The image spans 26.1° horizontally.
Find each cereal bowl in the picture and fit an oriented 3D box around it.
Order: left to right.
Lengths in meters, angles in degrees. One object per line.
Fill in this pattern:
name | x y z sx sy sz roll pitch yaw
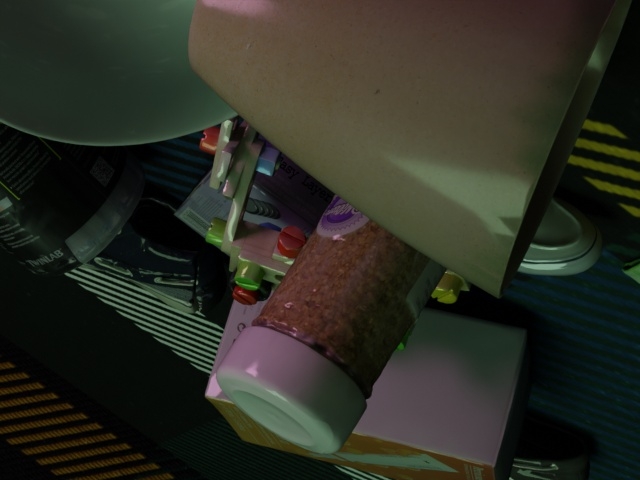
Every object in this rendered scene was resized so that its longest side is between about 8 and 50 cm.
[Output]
cereal bowl | -0.156 -0.237 1.119 0.339 0.141 0.339 -10 146 -7

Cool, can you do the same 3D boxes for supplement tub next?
supplement tub | -0.399 -0.129 1.731 0.207 0.207 0.338 4 144 51

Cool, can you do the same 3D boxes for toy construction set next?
toy construction set | 0.000 0.000 1.457 0.328 0.151 0.215 32 155 9

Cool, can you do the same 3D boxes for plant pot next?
plant pot | 0.054 -0.128 0.999 0.274 0.256 0.256 23 157 12

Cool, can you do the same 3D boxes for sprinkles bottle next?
sprinkles bottle | 0.052 0.005 1.179 0.121 0.355 0.121 28 158 12

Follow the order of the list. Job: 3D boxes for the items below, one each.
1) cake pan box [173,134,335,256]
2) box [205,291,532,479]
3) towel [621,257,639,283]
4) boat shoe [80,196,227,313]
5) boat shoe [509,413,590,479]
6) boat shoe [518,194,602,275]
cake pan box | -0.040 -0.010 1.675 0.246 0.070 0.267 38 158 -6
box | 0.066 0.178 1.657 0.345 0.168 0.215 12 160 15
towel | 0.369 0.061 1.309 0.152 0.023 0.113 35 158 -5
boat shoe | -0.287 -0.025 1.939 0.340 0.127 0.158 21 150 10
boat shoe | 0.200 0.240 1.833 0.335 0.112 0.095 22 139 14
boat shoe | 0.159 -0.035 1.317 0.226 0.083 0.076 21 156 30
